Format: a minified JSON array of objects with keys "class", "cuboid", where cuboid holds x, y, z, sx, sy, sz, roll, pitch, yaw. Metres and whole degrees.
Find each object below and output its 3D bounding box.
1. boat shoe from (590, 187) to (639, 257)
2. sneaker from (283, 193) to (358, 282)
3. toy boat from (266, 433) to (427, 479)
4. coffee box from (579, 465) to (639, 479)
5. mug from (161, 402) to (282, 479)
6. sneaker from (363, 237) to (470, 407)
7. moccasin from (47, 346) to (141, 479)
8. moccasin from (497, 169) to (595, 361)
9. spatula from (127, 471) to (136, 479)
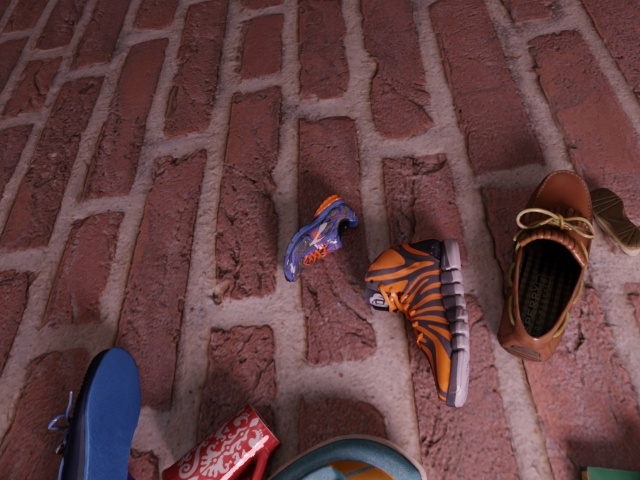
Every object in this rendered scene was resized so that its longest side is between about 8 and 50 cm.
[{"class":"boat shoe","cuboid":[0.570,-0.036,0.850,0.056,0.048,0.153,-23,50,12]},{"class":"sneaker","cuboid":[0.000,0.000,0.924,0.087,0.083,0.221,32,74,18]},{"class":"toy boat","cuboid":[0.057,0.439,0.607,0.267,0.148,0.318,-26,58,-4]},{"class":"coffee box","cuboid":[0.475,0.386,0.612,0.184,0.040,0.113,-1,62,11]},{"class":"mug","cuboid":[-0.144,0.374,0.716,0.169,0.113,0.150,-40,61,-18]},{"class":"sneaker","cuboid":[0.170,0.139,0.793,0.180,0.125,0.321,-5,48,14]},{"class":"moccasin","cuboid":[-0.406,0.352,0.755,0.117,0.138,0.342,-23,47,17]},{"class":"moccasin","cuboid":[0.406,0.022,0.782,0.139,0.147,0.380,23,67,23]},{"class":"spatula","cuboid":[-0.263,0.474,0.703,0.296,0.030,0.084,18,64,28]}]
